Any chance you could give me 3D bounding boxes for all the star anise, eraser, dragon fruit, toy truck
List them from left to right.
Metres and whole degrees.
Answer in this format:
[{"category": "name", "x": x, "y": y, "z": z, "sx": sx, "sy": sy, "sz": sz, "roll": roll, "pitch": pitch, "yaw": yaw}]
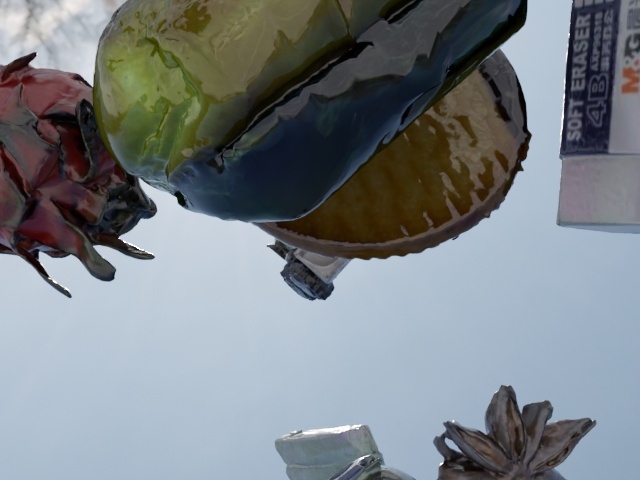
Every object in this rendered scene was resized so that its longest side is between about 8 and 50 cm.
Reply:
[{"category": "dragon fruit", "x": -0.258, "y": -0.066, "z": 1.209, "sx": 0.192, "sy": 0.274, "sz": 0.193, "roll": -62, "pitch": 173, "yaw": 11}, {"category": "toy truck", "x": 0.000, "y": 0.000, "z": 1.645, "sx": 0.136, "sy": 0.111, "sz": 0.286, "roll": -48, "pitch": -177, "yaw": -9}, {"category": "star anise", "x": 0.189, "y": 0.233, "z": 1.297, "sx": 0.182, "sy": 0.195, "sz": 0.065, "roll": 4, "pitch": -165, "yaw": -25}, {"category": "eraser", "x": 0.306, "y": -0.151, "z": 1.242, "sx": 0.130, "sy": 0.086, "sz": 0.287, "roll": 2, "pitch": -92, "yaw": 61}]

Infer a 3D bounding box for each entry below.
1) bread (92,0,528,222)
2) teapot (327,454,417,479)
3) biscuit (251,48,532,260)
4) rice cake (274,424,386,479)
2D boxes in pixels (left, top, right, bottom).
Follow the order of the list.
[{"category": "bread", "x": -0.010, "y": -0.180, "z": 1.014, "sx": 0.376, "sy": 0.208, "sz": 0.251, "roll": -45, "pitch": -149, "yaw": -25}, {"category": "teapot", "x": 0.037, "y": 0.243, "z": 1.085, "sx": 0.111, "sy": 0.108, "sz": 0.149, "roll": -35, "pitch": 176, "yaw": -41}, {"category": "biscuit", "x": 0.039, "y": -0.116, "z": 1.207, "sx": 0.318, "sy": 0.040, "sz": 0.318, "roll": 0, "pitch": -124, "yaw": 0}, {"category": "rice cake", "x": 0.021, "y": 0.284, "z": 1.570, "sx": 0.038, "sy": 0.124, "sz": 0.211, "roll": -22, "pitch": 175, "yaw": -30}]
